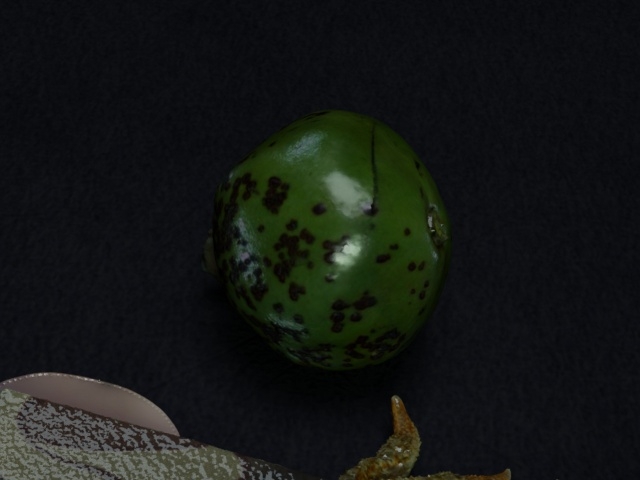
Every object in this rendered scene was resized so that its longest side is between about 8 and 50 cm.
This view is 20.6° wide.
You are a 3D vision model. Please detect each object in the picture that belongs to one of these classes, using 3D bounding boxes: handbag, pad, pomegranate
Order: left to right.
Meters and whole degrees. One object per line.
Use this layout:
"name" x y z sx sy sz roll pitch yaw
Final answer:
"handbag" -0.223 0.215 1.494 0.205 0.116 0.179 8 39 -2
"pad" -0.130 0.246 1.397 0.330 0.004 0.220 15 51 -2
"pomegranate" 0.000 0.000 1.715 0.271 0.254 0.254 -2 29 35

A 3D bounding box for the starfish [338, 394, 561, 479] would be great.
"starfish" 0.077 0.250 1.536 0.293 0.084 0.301 -27 47 -34
